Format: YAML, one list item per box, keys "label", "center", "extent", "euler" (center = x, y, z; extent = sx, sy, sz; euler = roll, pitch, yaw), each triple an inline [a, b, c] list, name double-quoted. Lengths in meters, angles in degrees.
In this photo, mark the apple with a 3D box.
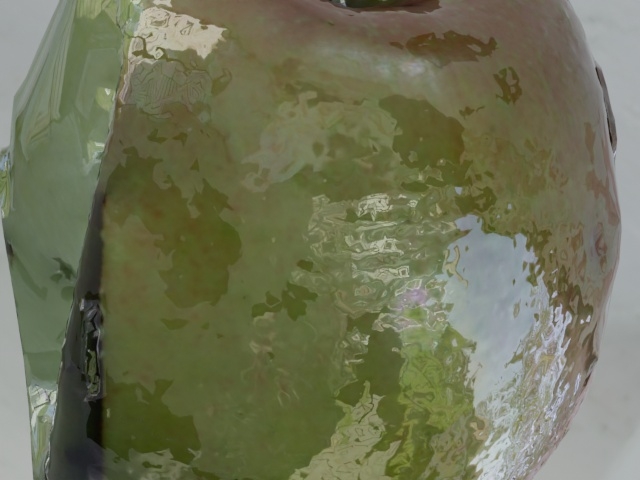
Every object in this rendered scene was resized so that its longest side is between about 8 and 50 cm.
- label: "apple"
  center: [0.000, 0.000, 0.472]
  extent: [0.174, 0.207, 0.188]
  euler: [37, -42, 13]
